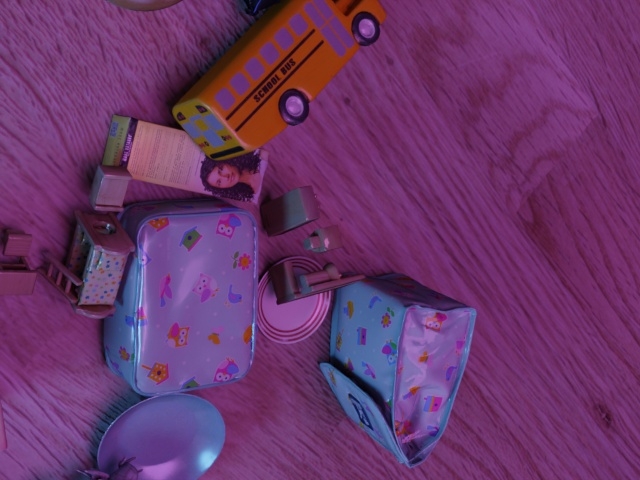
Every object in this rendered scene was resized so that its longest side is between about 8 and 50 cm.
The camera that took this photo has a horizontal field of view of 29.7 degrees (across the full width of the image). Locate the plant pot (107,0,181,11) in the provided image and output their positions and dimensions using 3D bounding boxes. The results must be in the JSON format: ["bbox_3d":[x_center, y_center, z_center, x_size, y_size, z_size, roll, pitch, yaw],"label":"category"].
[{"bbox_3d":[-0.230,-0.427,1.621,0.236,0.032,0.236,-10,107,-32],"label":"plant pot"}]

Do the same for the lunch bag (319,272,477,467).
[{"bbox_3d":[0.112,0.199,1.896,0.160,0.223,0.262,4,102,-28],"label":"lunch bag"}]

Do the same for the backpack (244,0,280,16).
[{"bbox_3d":[-0.083,-0.391,1.677,0.084,0.105,0.114,-27,84,-22],"label":"backpack"}]

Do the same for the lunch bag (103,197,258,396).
[{"bbox_3d":[-0.193,0.081,1.732,0.224,0.108,0.279,-7,108,-37],"label":"lunch bag"}]

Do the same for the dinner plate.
[{"bbox_3d":[-0.046,0.092,1.888,0.141,0.017,0.141,-10,108,-32],"label":"dinner plate"}]

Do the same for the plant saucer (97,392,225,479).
[{"bbox_3d":[-0.238,0.293,1.782,0.195,0.037,0.195,-13,125,-19],"label":"plant saucer"}]

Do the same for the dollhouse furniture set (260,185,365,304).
[{"bbox_3d":[0.000,0.000,1.822,0.123,0.144,0.151,-13,85,-35],"label":"dollhouse furniture set"}]

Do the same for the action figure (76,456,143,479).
[{"bbox_3d":[-0.349,0.427,1.723,0.185,0.099,0.285,41,80,-36],"label":"action figure"}]

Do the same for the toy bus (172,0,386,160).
[{"bbox_3d":[-0.051,-0.251,1.710,0.130,0.108,0.332,49,62,-18],"label":"toy bus"}]

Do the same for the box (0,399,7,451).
[{"bbox_3d":[-0.493,0.155,1.529,0.127,0.149,0.232,-13,110,-31],"label":"box"}]

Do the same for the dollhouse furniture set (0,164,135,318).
[{"bbox_3d":[-0.335,0.001,1.587,0.161,0.101,0.182,2,122,-33],"label":"dollhouse furniture set"}]

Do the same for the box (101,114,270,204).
[{"bbox_3d":[-0.189,-0.114,1.714,0.232,0.058,0.087,9,96,-34],"label":"box"}]
